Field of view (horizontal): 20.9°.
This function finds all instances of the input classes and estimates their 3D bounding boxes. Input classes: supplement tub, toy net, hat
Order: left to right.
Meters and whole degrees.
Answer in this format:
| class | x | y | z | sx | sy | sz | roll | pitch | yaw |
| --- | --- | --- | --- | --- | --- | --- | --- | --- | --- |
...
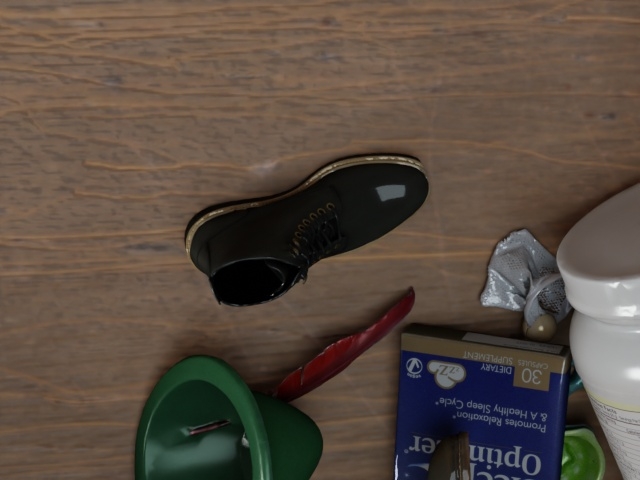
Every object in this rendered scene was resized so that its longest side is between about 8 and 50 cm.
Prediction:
| class | x | y | z | sx | sy | sz | roll | pitch | yaw |
| --- | --- | --- | --- | --- | --- | --- | --- | --- | --- |
| hat | -0.020 | 0.167 | 1.392 | 0.183 | 0.173 | 0.208 | -2 | 151 | -40 |
| toy net | 0.205 | 0.099 | 1.429 | 0.122 | 0.045 | 0.232 | -17 | 107 | -4 |
| supplement tub | 0.334 | 0.119 | 1.355 | 0.235 | 0.235 | 0.325 | -25 | 108 | -1 |

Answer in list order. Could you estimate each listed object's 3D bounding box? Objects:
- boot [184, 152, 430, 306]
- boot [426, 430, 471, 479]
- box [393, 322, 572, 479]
| class | x | y | z | sx | sy | sz | roll | pitch | yaw |
| --- | --- | --- | --- | --- | --- | --- | --- | --- | --- |
| boot | 0.000 | 0.000 | 1.320 | 0.198 | 0.137 | 0.077 | -21 | 108 | -3 |
| boot | 0.057 | 0.245 | 1.386 | 0.106 | 0.082 | 0.219 | 10 | 111 | 0 |
| box | 0.128 | 0.187 | 1.420 | 0.136 | 0.036 | 0.225 | 7 | 107 | 17 |
